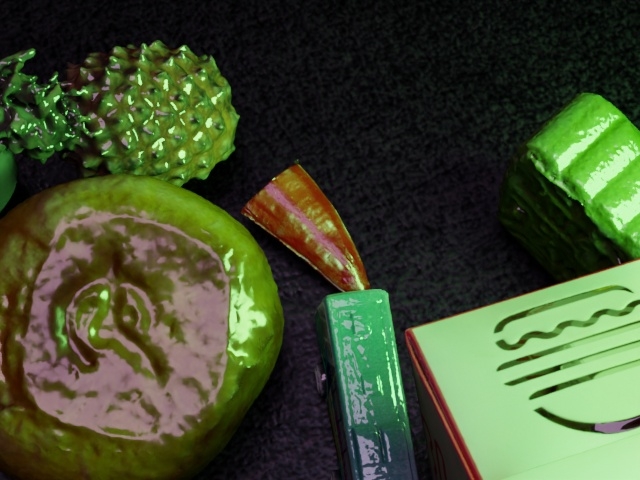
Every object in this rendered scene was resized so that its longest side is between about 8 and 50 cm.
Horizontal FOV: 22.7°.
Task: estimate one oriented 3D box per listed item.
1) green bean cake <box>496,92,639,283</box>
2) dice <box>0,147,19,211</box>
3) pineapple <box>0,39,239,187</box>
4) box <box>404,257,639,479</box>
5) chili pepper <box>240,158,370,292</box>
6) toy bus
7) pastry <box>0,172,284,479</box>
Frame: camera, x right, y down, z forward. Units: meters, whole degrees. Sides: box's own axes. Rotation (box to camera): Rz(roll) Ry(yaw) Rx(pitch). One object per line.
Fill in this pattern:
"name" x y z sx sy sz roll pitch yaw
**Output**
"green bean cake" 0.305 -0.013 1.663 0.248 0.222 0.125 43 72 13
"dice" -0.455 -0.089 1.720 0.194 0.193 0.192 -42 75 -15
"pineapple" -0.250 -0.122 1.664 0.361 0.175 0.175 -13 63 -46
"box" 0.273 0.234 1.474 0.314 0.312 0.300 -16 40 -5
"chili pepper" -0.003 0.002 1.750 0.088 0.065 0.169 -39 77 -12
"toy bus" 0.048 0.183 1.655 0.091 0.109 0.261 -7 70 -8
"pastry" -0.209 0.101 1.633 0.356 0.164 0.356 0 87 2
